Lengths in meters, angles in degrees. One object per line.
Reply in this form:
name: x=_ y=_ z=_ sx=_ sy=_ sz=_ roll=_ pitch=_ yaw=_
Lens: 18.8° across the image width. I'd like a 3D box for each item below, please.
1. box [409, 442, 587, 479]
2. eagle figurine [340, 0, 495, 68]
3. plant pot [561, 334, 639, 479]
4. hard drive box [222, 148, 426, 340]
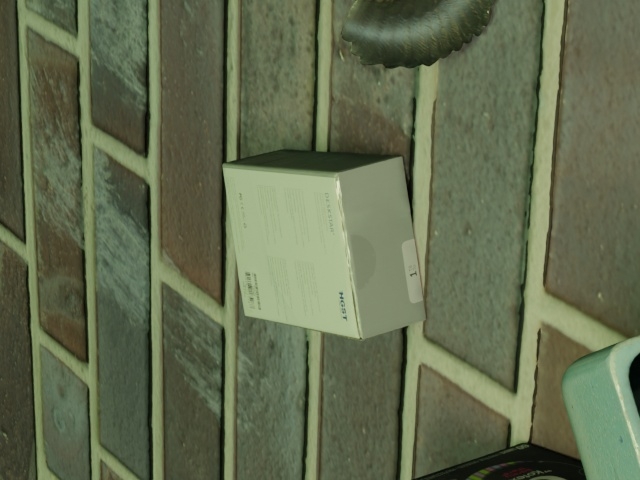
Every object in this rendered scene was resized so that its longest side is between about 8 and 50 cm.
box: x=0.218 y=0.301 z=1.798 sx=0.270 sy=0.165 sz=0.143 roll=14 pitch=114 yaw=54
eagle figurine: x=0.076 y=-0.305 z=1.765 sx=0.298 sy=0.225 sz=0.226 roll=129 pitch=158 yaw=-79
plant pot: x=0.325 y=0.173 z=1.525 sx=0.252 sy=0.247 sz=0.248 roll=159 pitch=96 yaw=-76
hard drive box: x=0.000 y=0.000 z=2.084 sx=0.232 sy=0.089 sz=0.181 roll=9 pitch=111 yaw=56
